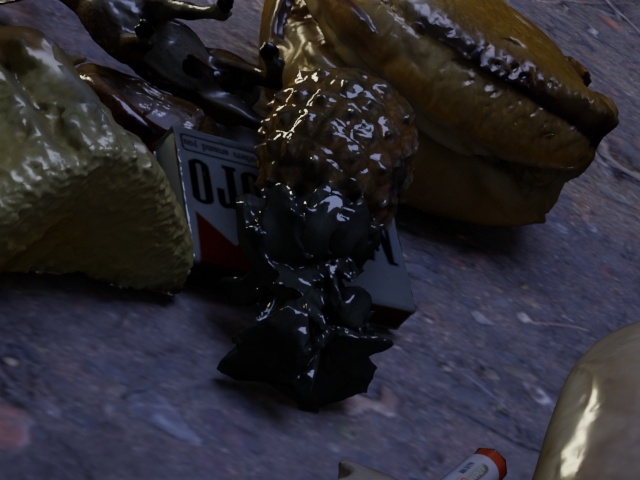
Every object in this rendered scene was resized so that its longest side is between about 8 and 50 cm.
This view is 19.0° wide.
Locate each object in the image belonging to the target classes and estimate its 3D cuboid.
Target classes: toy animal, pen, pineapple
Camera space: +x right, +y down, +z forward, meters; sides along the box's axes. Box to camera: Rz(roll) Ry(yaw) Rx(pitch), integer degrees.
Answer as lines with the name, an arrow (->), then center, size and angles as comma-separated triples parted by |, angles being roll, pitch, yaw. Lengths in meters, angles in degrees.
toy animal -> -0.139, -0.152, 1.406 | 0.243, 0.087, 0.260 | 47, -16, -27
pen -> 0.054, 0.163, 1.082 | 0.028, 0.028, 0.239 | 36, 24, 15
pineapple -> 0.000, 0.000, 1.199 | 0.119, 0.111, 0.237 | 5, 51, 12

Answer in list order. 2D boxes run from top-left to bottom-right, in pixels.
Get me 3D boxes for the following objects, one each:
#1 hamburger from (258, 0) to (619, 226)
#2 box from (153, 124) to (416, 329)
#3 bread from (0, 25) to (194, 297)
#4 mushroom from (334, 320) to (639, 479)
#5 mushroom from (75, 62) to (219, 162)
hamburger -> 0.089, -0.140, 1.546 | 0.284, 0.174, 0.304 | 26, 23, -12
box -> -0.024, -0.006, 1.289 | 0.177, 0.036, 0.115 | 14, 49, -31
bread -> -0.180, -0.055, 1.129 | 0.251, 0.133, 0.174 | 2, 36, -47
mushroom -> 0.124, 0.177, 0.865 | 0.290, 0.297, 0.297 | 5, 19, 15
mushroom -> -0.128, -0.082, 1.342 | 0.123, 0.052, 0.123 | 30, 13, -8
